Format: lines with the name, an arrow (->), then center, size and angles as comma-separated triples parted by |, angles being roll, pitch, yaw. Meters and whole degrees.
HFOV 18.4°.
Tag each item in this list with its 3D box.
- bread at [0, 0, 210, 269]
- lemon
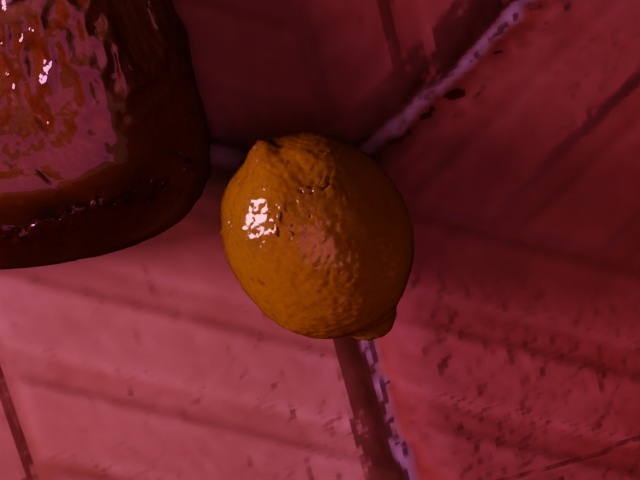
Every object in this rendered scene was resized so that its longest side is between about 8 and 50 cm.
bread -> -0.103, -0.046, 0.631 | 0.129, 0.044, 0.126 | -9, 109, 0
lemon -> 0.000, 0.000, 0.648 | 0.062, 0.062, 0.083 | -29, 114, 4
